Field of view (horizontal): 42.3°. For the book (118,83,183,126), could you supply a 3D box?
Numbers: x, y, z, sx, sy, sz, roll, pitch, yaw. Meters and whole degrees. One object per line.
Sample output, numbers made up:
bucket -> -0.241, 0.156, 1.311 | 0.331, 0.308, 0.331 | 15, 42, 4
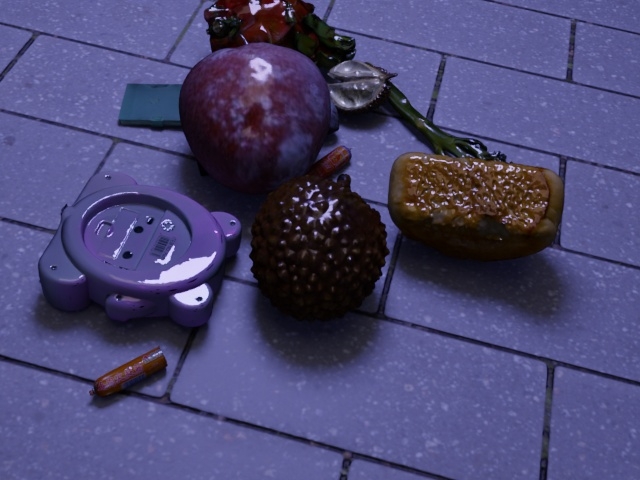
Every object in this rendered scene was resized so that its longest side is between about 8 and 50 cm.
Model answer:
book -> -0.276, -0.235, 1.438 | 0.135, 0.017, 0.103 | 1, 50, 0

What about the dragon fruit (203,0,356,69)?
dragon fruit -> -0.072, -0.368, 1.481 | 0.269, 0.198, 0.200 | 19, 25, 6

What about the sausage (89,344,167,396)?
sausage -> -0.253, 0.176, 1.086 | 0.107, 0.031, 0.031 | -26, 57, -26

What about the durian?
durian -> 0.079, -0.269, 1.471 | 0.140, 0.071, 0.111 | -9, 73, 24

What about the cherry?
cherry -> -0.100, -0.203, 1.305 | 0.236, 0.213, 0.286 | -16, 67, 10

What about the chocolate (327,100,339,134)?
chocolate -> -0.036, -0.237, 1.440 | 0.167, 0.072, 0.072 | 38, 55, 23

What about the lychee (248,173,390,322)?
lychee -> 0.000, 0.000, 1.167 | 0.200, 0.200, 0.238 | 19, 63, 9

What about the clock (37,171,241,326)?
clock -> -0.252, 0.015, 1.188 | 0.247, 0.090, 0.228 | 15, 50, 4

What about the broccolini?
broccolini -> 0.210, -0.203, 1.454 | 0.074, 0.079, 0.392 | 16, 29, -54

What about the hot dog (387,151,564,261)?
hot dog -> 0.234, -0.051, 1.259 | 0.256, 0.153, 0.150 | 9, 77, 14

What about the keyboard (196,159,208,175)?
keyboard -> -0.191, -0.184, 1.415 | 0.063, 0.010, 0.198 | -10, 51, -12

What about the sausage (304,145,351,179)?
sausage -> 0.009, -0.122, 1.372 | 0.034, 0.034, 0.129 | 37, 55, 23
